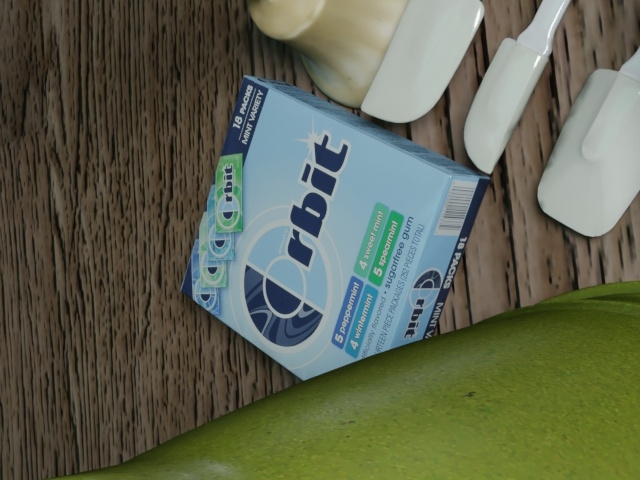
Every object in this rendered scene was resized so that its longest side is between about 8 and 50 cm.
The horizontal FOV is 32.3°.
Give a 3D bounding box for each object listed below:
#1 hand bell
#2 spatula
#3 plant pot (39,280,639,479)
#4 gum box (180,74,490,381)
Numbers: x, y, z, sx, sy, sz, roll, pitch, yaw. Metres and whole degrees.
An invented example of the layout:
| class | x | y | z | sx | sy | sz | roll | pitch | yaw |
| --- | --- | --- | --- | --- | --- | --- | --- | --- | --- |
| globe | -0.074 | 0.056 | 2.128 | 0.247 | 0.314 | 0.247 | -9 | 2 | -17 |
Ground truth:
| class | x | y | z | sx | sy | sz | roll | pitch | yaw |
| --- | --- | --- | --- | --- | --- | --- | --- | --- | --- |
| hand bell | -0.049 | -0.151 | 0.607 | 0.126 | 0.242 | 0.126 | -3 | 85 | 43 |
| spatula | 0.136 | -0.141 | 0.577 | 0.168 | 0.019 | 0.242 | 34 | 105 | 31 |
| plant pot | 0.048 | 0.195 | 0.418 | 0.366 | 0.353 | 0.366 | -3 | 85 | 42 |
| gum box | 0.000 | 0.000 | 0.686 | 0.184 | 0.041 | 0.157 | 32 | 110 | 40 |
